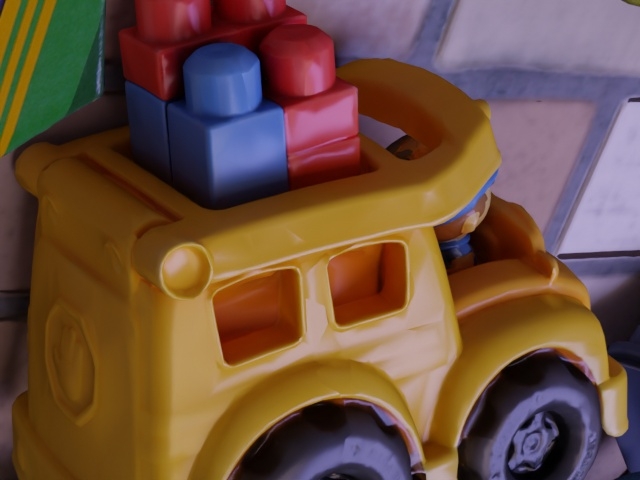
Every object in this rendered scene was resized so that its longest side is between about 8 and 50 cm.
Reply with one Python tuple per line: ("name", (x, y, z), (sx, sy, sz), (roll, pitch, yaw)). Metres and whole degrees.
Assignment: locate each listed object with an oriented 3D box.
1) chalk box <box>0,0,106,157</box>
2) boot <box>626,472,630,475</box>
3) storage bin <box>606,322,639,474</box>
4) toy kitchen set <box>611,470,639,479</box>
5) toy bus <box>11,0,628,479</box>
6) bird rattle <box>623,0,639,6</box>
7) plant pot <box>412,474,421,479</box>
("chalk box", (-0.157, -0.141, 0.309), (0.179, 0.180, 0.289), (-40, 146, -43))
("boot", (0.215, 0.242, 1.031), (0.236, 0.089, 0.269), (-52, 139, -4))
("storage bin", (0.195, 0.066, 0.866), (0.091, 0.098, 0.135), (-58, 144, -24))
("toy kitchen set", (0.105, 0.176, 0.807), (0.207, 0.166, 0.122), (-36, 99, -15))
("toy bus", (0.000, 0.000, 0.631), (0.220, 0.149, 0.211), (-15, 116, -30))
("bird rattle", (0.251, -0.066, 0.716), (0.253, 0.207, 0.143), (28, 123, -38))
("plant pot", (-0.034, 0.164, 0.696), (0.165, 0.167, 0.167), (5, 125, -9))
